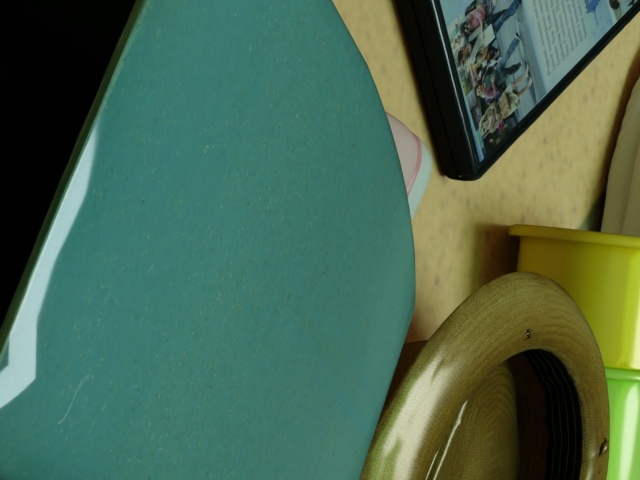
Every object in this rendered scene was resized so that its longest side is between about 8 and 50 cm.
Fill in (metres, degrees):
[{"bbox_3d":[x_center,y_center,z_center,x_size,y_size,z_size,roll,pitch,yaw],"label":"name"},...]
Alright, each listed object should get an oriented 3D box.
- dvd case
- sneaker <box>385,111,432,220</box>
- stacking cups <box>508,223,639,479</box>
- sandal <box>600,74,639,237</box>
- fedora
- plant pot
[{"bbox_3d":[0.109,-0.167,0.818,0.253,0.022,0.180,-44,128,-42],"label":"dvd case"},{"bbox_3d":[0.000,0.000,0.669,0.070,0.051,0.134,42,58,-45],"label":"sneaker"},{"bbox_3d":[0.117,0.152,0.809,0.096,0.096,0.316,11,86,-53],"label":"stacking cups"},{"bbox_3d":[0.199,0.016,0.911,0.102,0.076,0.265,40,62,-48],"label":"sandal"},{"bbox_3d":[0.050,0.103,0.716,0.194,0.079,0.194,-13,108,-47],"label":"fedora"},{"bbox_3d":[-0.071,0.010,0.488,0.234,0.165,0.165,48,56,-54],"label":"plant pot"}]
